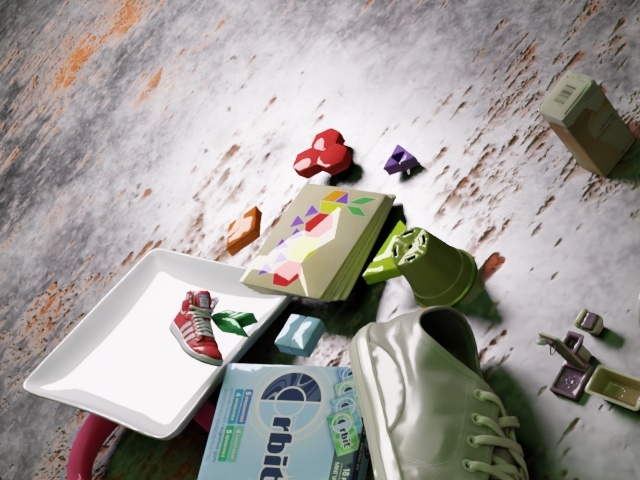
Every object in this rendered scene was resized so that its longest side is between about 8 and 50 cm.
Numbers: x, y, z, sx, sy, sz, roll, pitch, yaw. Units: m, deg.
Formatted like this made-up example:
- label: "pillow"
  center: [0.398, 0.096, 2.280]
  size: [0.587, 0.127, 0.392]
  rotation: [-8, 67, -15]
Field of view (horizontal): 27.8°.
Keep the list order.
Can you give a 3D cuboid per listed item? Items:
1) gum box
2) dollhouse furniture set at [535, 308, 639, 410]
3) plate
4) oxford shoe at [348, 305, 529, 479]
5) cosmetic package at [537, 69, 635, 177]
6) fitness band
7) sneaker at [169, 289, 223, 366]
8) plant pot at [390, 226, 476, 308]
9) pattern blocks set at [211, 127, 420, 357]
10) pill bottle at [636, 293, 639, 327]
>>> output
- label: "gum box"
  center: [-0.033, 0.217, 1.444]
  size: [0.184, 0.041, 0.157]
  rotation: [-1, 57, 23]
- label: "dollhouse furniture set"
  center: [0.272, 0.109, 1.265]
  size: [0.114, 0.081, 0.091]
  rotation: [19, 73, 47]
- label: "plate"
  center: [-0.197, 0.131, 1.630]
  size: [0.277, 0.045, 0.278]
  rotation: [11, 48, 39]
- label: "oxford shoe"
  center: [0.136, 0.219, 1.241]
  size: [0.130, 0.169, 0.449]
  rotation: [-33, 38, 14]
- label: "cosmetic package"
  center: [0.291, -0.126, 1.407]
  size: [0.060, 0.115, 0.041]
  rotation: [-52, 42, -3]
- label: "fitness band"
  center: [-0.201, 0.277, 1.569]
  size: [0.209, 0.054, 0.291]
  rotation: [-53, 42, -6]
- label: "sneaker"
  center: [-0.140, 0.100, 1.539]
  size: [0.118, 0.042, 0.067]
  rotation: [38, 106, 53]
- label: "plant pot"
  center: [0.121, 0.026, 1.464]
  size: [0.083, 0.079, 0.083]
  rotation: [-22, 47, 27]
- label: "pattern blocks set"
  center: [0.000, 0.000, 1.596]
  size: [0.285, 0.026, 0.325]
  rotation: [19, 62, 44]
- label: "pill bottle"
  center: [0.366, 0.071, 1.226]
  size: [0.116, 0.065, 0.065]
  rotation: [13, 68, 45]
